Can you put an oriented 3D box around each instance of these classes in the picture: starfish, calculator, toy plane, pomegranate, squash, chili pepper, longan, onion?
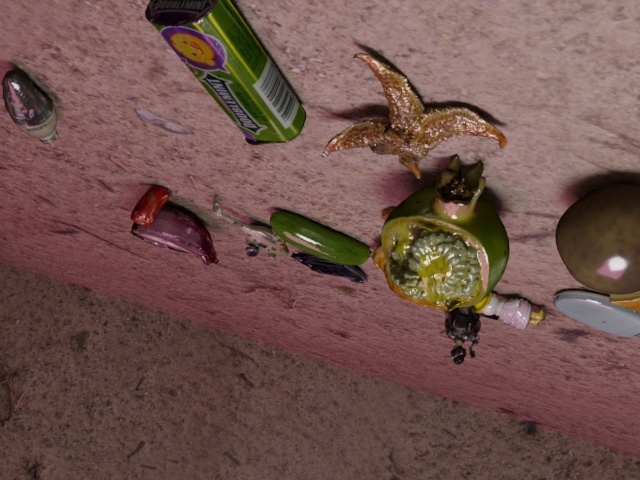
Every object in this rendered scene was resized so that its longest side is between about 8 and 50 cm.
[{"bbox_3d":[0.125,-0.190,1.333,0.301,0.084,0.293,21,160,-19],"label":"starfish"},{"bbox_3d":[0.735,0.191,1.882,0.295,0.042,0.184,19,161,0],"label":"calculator"},{"bbox_3d":[-0.194,-0.027,2.069,0.286,0.092,0.108,29,137,-30],"label":"toy plane"},{"bbox_3d":[0.259,-0.014,1.498,0.260,0.260,0.340,17,132,4],"label":"pomegranate"},{"bbox_3d":[-0.001,0.002,1.969,0.292,0.082,0.082,23,160,-14],"label":"squash"},{"bbox_3d":[-0.472,-0.095,2.064,0.073,0.123,0.070,22,150,12],"label":"chili pepper"},{"bbox_3d":[0.031,0.079,2.169,0.166,0.028,0.274,11,171,21],"label":"calculator"},{"bbox_3d":[0.524,-0.001,1.330,0.197,0.196,0.220,27,162,-23],"label":"longan"},{"bbox_3d":[-0.413,-0.022,2.211,0.283,0.120,0.227,27,165,-25],"label":"onion"}]

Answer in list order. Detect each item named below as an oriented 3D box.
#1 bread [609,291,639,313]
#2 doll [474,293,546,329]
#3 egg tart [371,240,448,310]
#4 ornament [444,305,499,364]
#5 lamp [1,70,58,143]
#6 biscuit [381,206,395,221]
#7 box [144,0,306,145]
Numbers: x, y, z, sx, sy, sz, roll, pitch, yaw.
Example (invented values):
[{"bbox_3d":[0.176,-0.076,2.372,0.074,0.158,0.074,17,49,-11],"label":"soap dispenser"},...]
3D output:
[{"bbox_3d":[0.698,0.119,1.661,0.080,0.084,0.109,-13,145,33],"label":"bread"},{"bbox_3d":[0.500,0.185,2.022,0.207,0.081,0.129,19,153,5],"label":"doll"},{"bbox_3d":[0.277,0.101,1.925,0.319,0.128,0.319,16,163,5],"label":"egg tart"},{"bbox_3d":[0.418,0.270,2.155,0.166,0.196,0.153,15,160,13],"label":"ornament"},{"bbox_3d":[-0.668,-0.305,1.717,0.101,0.101,0.250,14,155,11],"label":"lamp"},{"bbox_3d":[0.263,-0.025,1.741,0.236,0.040,0.144,12,165,25],"label":"biscuit"},{"bbox_3d":[-0.150,-0.290,1.281,0.134,0.097,0.345,7,158,26],"label":"box"}]
